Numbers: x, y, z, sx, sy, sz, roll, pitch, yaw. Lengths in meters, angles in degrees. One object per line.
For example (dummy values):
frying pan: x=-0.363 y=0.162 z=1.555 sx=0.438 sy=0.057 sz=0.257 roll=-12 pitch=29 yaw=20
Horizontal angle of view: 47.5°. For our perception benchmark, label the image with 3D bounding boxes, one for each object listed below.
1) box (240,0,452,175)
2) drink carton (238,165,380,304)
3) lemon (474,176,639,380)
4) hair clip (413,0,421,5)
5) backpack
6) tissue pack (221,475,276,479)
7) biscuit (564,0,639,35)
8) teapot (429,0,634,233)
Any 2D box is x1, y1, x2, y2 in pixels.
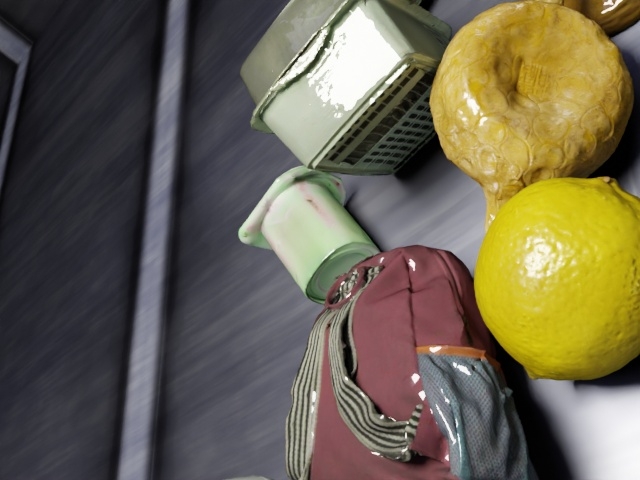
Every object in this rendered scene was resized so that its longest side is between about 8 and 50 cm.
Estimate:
box: x=0.052 y=-0.198 z=0.900 sx=0.220 sy=0.290 sz=0.166 roll=-46 pitch=72 yaw=23
drink carton: x=0.000 y=0.000 z=0.991 sx=0.144 sy=0.146 sz=0.142 roll=-52 pitch=50 yaw=17
lemon: x=0.233 y=0.037 z=0.681 sx=0.178 sy=0.178 sz=0.203 roll=32 pitch=109 yaw=50
hair clip: x=0.088 y=-0.332 z=1.086 sx=0.138 sy=0.091 sz=0.321 roll=28 pitch=92 yaw=53
backpack: x=0.075 y=0.150 z=0.772 sx=0.283 sy=0.197 sz=0.317 roll=-46 pitch=38 yaw=41
tissue pack: x=-0.132 y=0.433 z=0.853 sx=0.333 sy=0.236 sz=0.229 roll=-43 pitch=54 yaw=25
biscuit: x=0.371 y=-0.458 z=0.850 sx=0.368 sy=0.076 sz=0.394 roll=-43 pitch=44 yaw=26
teapot: x=0.222 y=-0.152 z=0.804 sx=0.167 sy=0.203 sz=0.311 roll=98 pitch=-174 yaw=-71
